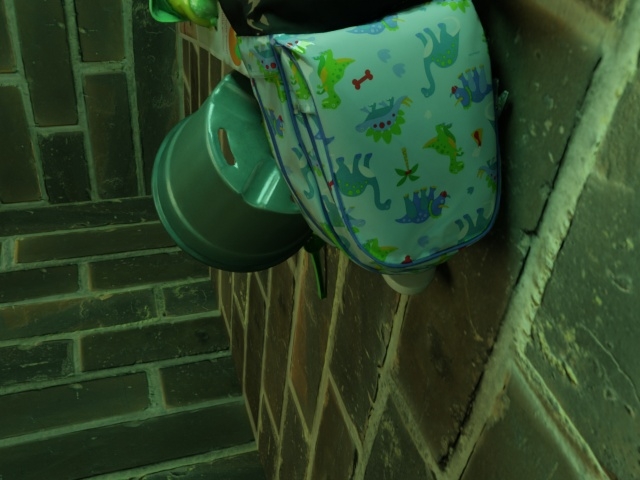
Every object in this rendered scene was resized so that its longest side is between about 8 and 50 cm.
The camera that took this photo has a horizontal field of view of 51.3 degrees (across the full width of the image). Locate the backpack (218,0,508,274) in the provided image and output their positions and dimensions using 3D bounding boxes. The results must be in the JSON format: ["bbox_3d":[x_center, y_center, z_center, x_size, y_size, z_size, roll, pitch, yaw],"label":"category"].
[{"bbox_3d":[0.070,-0.134,0.778,0.273,0.290,0.355,44,146,50],"label":"backpack"}]

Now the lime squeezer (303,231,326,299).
[{"bbox_3d":[0.000,0.000,1.400,0.310,0.059,0.109,108,151,-52],"label":"lime squeezer"}]

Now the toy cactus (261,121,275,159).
[{"bbox_3d":[-0.111,-0.212,1.640,0.219,0.112,0.180,42,155,61],"label":"toy cactus"}]

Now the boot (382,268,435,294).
[{"bbox_3d":[0.108,0.007,1.030,0.123,0.095,0.258,93,169,-47],"label":"boot"}]

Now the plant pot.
[{"bbox_3d":[-0.101,-0.134,1.151,0.334,0.342,0.340,152,110,-67],"label":"plant pot"}]

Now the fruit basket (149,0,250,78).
[{"bbox_3d":[-0.160,-0.413,0.914,0.353,0.166,0.326,-129,36,-54],"label":"fruit basket"}]
